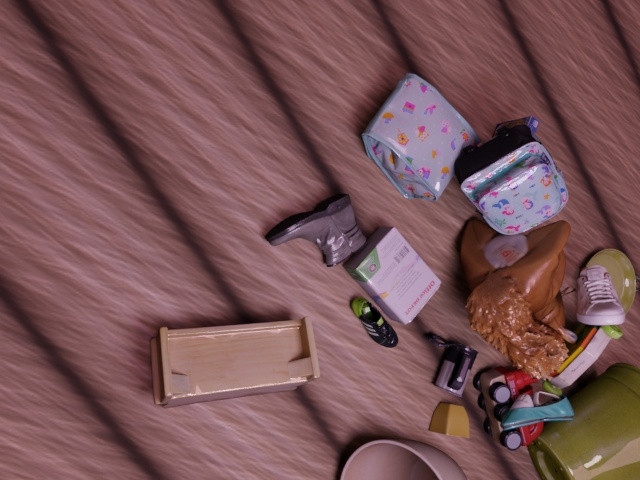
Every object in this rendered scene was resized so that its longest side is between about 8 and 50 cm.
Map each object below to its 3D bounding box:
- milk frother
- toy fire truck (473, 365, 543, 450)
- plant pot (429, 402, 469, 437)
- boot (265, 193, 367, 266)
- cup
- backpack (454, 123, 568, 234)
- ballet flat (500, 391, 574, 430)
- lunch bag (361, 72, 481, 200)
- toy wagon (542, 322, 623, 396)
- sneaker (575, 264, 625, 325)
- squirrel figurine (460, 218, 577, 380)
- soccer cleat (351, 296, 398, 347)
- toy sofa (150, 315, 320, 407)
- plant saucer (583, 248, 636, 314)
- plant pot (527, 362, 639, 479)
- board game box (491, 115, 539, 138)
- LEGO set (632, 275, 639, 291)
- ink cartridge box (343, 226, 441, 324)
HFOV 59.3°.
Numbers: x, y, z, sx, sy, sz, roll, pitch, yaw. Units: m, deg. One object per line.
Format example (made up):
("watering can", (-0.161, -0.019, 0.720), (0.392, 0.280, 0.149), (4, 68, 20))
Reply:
("milk frother", (0.342, 0.338, 1.543), (0.143, 0.129, 0.134), (20, 81, 21))
("toy fire truck", (0.584, 0.452, 1.626), (0.247, 0.158, 0.216), (-17, 98, -11))
("plant pot", (0.360, 0.495, 1.556), (0.082, 0.081, 0.083), (15, 74, -23))
("boot", (0.000, 0.000, 1.390), (0.247, 0.083, 0.161), (-27, 107, -19))
("cup", (0.245, 0.648, 1.412), (0.237, 0.331, 0.330), (5, 89, -51))
("backpack", (0.485, -0.129, 1.395), (0.225, 0.191, 0.253), (-31, 131, 21))
("ballet flat", (0.577, 0.456, 1.520), (0.248, 0.083, 0.087), (1, 67, -24))
("lunch bag", (0.243, -0.264, 1.441), (0.262, 0.160, 0.223), (42, 77, -24))
("toy wagon", (0.763, 0.307, 1.646), (0.068, 0.344, 0.267), (39, 117, 14))
("sneaker", (0.705, 0.134, 1.448), (0.106, 0.290, 0.123), (-7, 98, 16))
("squirrel figurine", (0.545, 0.184, 1.519), (0.370, 0.281, 0.397), (57, 45, -35))
("soccer cleat", (0.147, 0.219, 1.458), (0.060, 0.072, 0.179), (-46, 107, -15))
("toy sofa", (-0.198, 0.277, 1.292), (0.363, 0.177, 0.150), (-2, 68, -23))
("plant saucer", (0.911, 0.145, 1.799), (0.241, 0.037, 0.240), (-1, 92, -22))
("plant pot", (0.818, 0.599, 1.630), (0.353, 0.366, 0.366), (-24, 101, -9))
("board game box", (0.516, -0.242, 1.567), (0.035, 0.136, 0.201), (28, 80, -22))
("LEGO set", (1.056, 0.142, 1.872), (0.083, 0.023, 0.054), (-5, 96, -36))
("ink cartridge box", (0.188, 0.090, 1.462), (0.154, 0.093, 0.212), (-47, 106, -14))
